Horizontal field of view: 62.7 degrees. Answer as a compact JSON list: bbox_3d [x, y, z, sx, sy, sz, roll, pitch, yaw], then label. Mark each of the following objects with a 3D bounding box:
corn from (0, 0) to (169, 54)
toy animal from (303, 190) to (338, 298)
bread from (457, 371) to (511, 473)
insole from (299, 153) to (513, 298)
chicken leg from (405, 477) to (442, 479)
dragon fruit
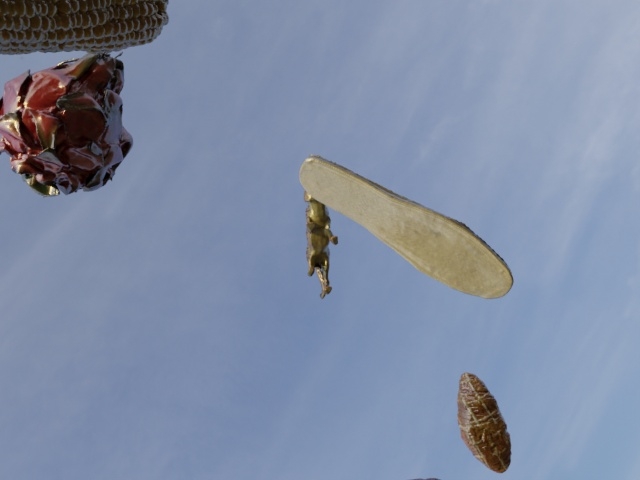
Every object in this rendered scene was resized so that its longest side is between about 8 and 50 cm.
[{"bbox_3d":[-0.263,-0.229,0.508,0.320,0.097,0.097,-39,-49,-57],"label":"corn"},{"bbox_3d":[0.000,0.000,0.969,0.057,0.099,0.241,-4,-57,-3],"label":"toy animal"},{"bbox_3d":[0.360,0.412,1.171,0.105,0.076,0.233,-19,-99,7],"label":"bread"},{"bbox_3d":[0.065,-0.011,0.419,0.010,0.192,0.063,-52,-12,-40],"label":"insole"},{"bbox_3d":[0.195,0.499,0.908,0.096,0.407,0.158,18,-124,-58],"label":"chicken leg"},{"bbox_3d":[-0.433,-0.216,0.934,0.293,0.234,0.234,-51,-57,-9],"label":"dragon fruit"}]
